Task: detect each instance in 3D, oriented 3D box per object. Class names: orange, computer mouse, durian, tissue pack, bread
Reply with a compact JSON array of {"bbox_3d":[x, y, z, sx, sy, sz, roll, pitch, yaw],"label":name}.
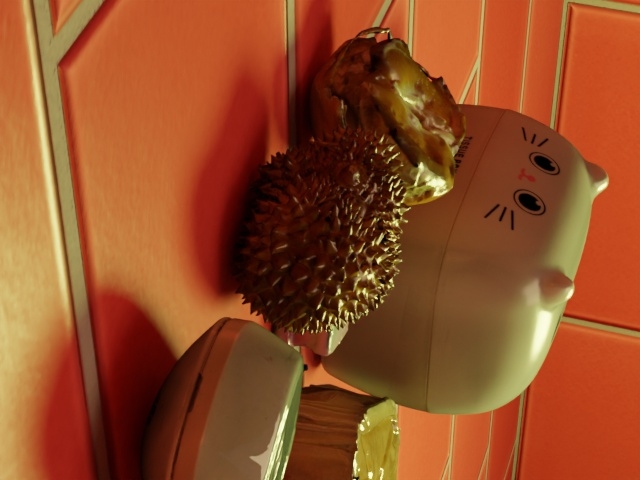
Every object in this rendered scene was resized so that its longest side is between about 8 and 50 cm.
[{"bbox_3d":[0.049,-0.096,1.421,0.170,0.112,0.160,-6,69,-47],"label":"orange"},{"bbox_3d":[-0.074,0.151,1.170,0.288,0.097,0.160,99,5,-68],"label":"computer mouse"},{"bbox_3d":[0.000,0.000,1.292,0.158,0.137,0.168,-36,153,-43],"label":"durian"},{"bbox_3d":[0.150,0.016,1.692,0.333,0.236,0.229,-60,158,-53],"label":"tissue pack"},{"bbox_3d":[0.002,0.230,1.527,0.210,0.109,0.192,-12,106,-76],"label":"bread"}]

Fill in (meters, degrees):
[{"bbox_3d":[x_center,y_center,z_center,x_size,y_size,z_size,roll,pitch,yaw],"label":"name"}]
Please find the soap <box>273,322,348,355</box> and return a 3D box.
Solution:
[{"bbox_3d":[0.003,0.012,1.463,0.100,0.056,0.149,-51,150,-68],"label":"soap"}]
